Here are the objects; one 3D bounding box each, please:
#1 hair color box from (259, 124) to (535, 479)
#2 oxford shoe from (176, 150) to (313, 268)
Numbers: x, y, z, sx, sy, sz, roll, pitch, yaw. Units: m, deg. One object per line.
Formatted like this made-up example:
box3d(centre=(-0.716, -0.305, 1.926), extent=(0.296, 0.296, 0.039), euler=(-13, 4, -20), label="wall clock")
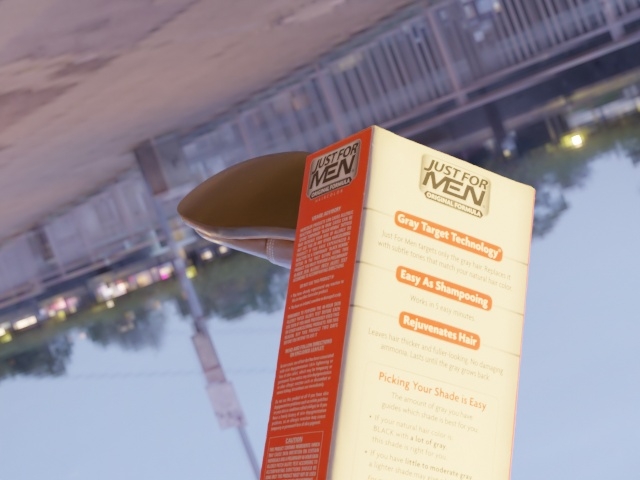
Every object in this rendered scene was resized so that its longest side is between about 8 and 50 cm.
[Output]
box3d(centre=(0.026, 0.042, 0.424), extent=(0.072, 0.141, 0.043), euler=(19, 160, -28), label="hair color box")
box3d(centre=(0.000, 0.000, 0.704), extent=(0.212, 0.076, 0.076), euler=(12, -134, 46), label="oxford shoe")
